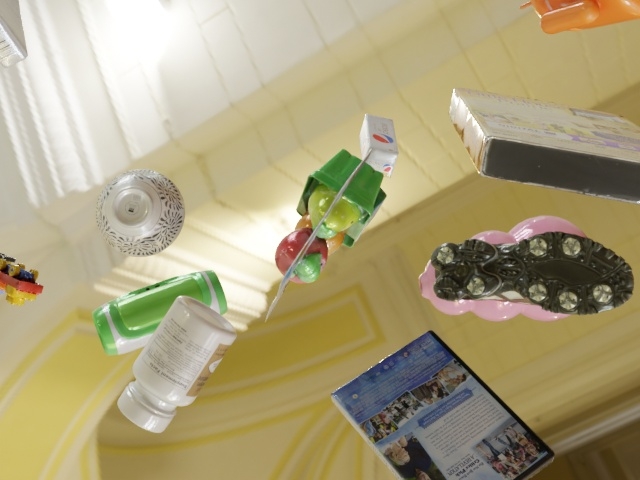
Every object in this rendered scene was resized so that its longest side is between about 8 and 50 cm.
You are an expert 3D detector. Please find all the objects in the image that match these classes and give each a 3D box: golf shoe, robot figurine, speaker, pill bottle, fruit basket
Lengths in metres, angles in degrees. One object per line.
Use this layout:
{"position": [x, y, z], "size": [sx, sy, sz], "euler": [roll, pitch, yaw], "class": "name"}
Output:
{"position": [0.288, 0.040, 1.231], "size": [0.120, 0.272, 0.105], "euler": [7, -92, -60], "class": "golf shoe"}
{"position": [0.331, -0.315, 1.067], "size": [0.219, 0.128, 0.158], "euler": [7, 92, 62], "class": "robot figurine"}
{"position": [-0.373, 0.167, 2.132], "size": [0.131, 0.296, 0.131], "euler": [55, 157, 39], "class": "speaker"}
{"position": [-0.265, 0.227, 1.662], "size": [0.131, 0.229, 0.131], "euler": [34, -176, -3], "class": "pill bottle"}
{"position": [0.000, 0.000, 1.939], "size": [0.165, 0.353, 0.327], "euler": [27, 159, 0], "class": "fruit basket"}

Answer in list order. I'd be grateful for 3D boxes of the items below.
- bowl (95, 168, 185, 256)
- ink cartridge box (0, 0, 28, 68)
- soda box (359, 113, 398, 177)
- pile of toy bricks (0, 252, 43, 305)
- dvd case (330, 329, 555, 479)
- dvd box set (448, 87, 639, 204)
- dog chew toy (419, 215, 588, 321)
{"position": [-0.341, -0.056, 1.694], "size": [0.170, 0.170, 0.080], "euler": [62, 177, 5], "class": "bowl"}
{"position": [-0.499, -0.388, 1.290], "size": [0.223, 0.045, 0.224], "euler": [62, -177, -45], "class": "ink cartridge box"}
{"position": [0.139, -0.231, 2.209], "size": [0.073, 0.069, 0.216], "euler": [12, -152, -7], "class": "soda box"}
{"position": [-0.426, 0.058, 1.074], "size": [0.212, 0.105, 0.118], "euler": [15, 177, 43], "class": "pile of toy bricks"}
{"position": [0.158, 0.246, 1.212], "size": [0.253, 0.180, 0.022], "euler": [46, 156, 36], "class": "dvd case"}
{"position": [0.366, -0.150, 1.394], "size": [0.420, 0.307, 0.062], "euler": [-86, 6, -72], "class": "dvd box set"}
{"position": [0.358, 0.065, 1.776], "size": [0.206, 0.331, 0.207], "euler": [173, 90, -88], "class": "dog chew toy"}
